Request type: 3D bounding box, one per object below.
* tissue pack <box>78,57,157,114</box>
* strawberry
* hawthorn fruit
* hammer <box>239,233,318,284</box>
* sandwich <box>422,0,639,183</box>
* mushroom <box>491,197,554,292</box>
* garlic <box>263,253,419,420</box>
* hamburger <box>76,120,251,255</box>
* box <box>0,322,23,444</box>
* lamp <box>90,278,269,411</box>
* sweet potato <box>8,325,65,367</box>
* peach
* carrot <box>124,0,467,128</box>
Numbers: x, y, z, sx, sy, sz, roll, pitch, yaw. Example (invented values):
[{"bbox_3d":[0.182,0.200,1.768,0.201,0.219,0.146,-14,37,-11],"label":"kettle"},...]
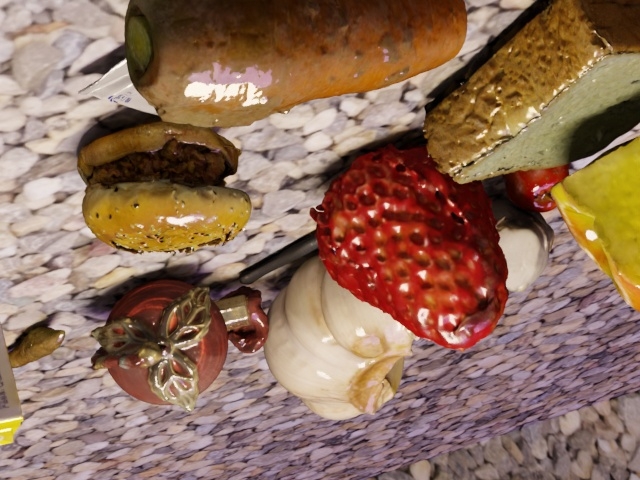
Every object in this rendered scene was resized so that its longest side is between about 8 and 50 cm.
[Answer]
[{"bbox_3d":[-0.116,-0.147,1.586,0.122,0.026,0.193,-27,161,25],"label":"tissue pack"},{"bbox_3d":[0.114,0.014,1.930,0.205,0.244,0.205,-20,142,-16],"label":"strawberry"},{"bbox_3d":[0.260,-0.075,2.083,0.093,0.093,0.093,-17,162,-6],"label":"hawthorn fruit"},{"bbox_3d":[0.000,0.000,2.141,0.246,0.029,0.103,-29,159,32],"label":"hammer"},{"bbox_3d":[0.270,-0.168,1.816,0.249,0.095,0.273,-9,159,-40],"label":"sandwich"},{"bbox_3d":[0.234,-0.004,2.166,0.097,0.109,0.351,-62,174,12],"label":"mushroom"},{"bbox_3d":[0.020,0.099,2.213,0.185,0.203,0.281,1,140,-6],"label":"garlic"},{"bbox_3d":[-0.153,-0.041,1.696,0.185,0.113,0.177,-21,167,38],"label":"hamburger"},{"bbox_3d":[-0.376,0.065,1.557,0.168,0.265,0.097,-14,164,-17],"label":"box"},{"bbox_3d":[-0.172,0.109,2.121,0.215,0.151,0.223,-9,-156,0],"label":"lamp"},{"bbox_3d":[-0.357,0.131,2.147,0.153,0.038,0.041,-23,142,38],"label":"sweet potato"},{"bbox_3d":[0.460,-0.064,1.860,0.380,0.242,0.306,-35,172,6],"label":"peach"},{"bbox_3d":[-0.018,-0.176,1.453,0.302,0.138,0.139,-16,163,-33],"label":"carrot"}]
